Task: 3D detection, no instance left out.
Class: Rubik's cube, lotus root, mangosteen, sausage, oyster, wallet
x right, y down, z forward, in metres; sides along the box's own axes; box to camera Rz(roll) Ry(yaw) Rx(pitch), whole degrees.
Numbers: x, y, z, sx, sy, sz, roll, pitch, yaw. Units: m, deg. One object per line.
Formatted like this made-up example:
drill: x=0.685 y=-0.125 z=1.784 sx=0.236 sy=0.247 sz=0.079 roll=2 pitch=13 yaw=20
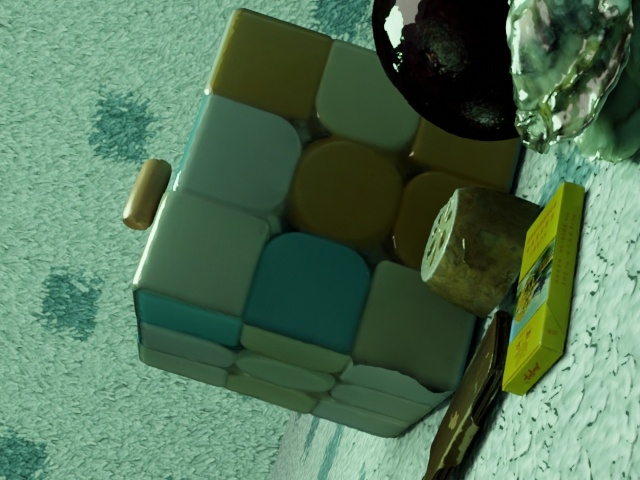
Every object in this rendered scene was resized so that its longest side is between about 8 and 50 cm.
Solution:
Rubik's cube: x=0.000 y=0.000 z=1.302 sx=0.346 sy=0.347 sz=0.344 roll=117 pitch=171 yaw=-69
lotus root: x=0.144 y=0.012 z=1.047 sx=0.122 sy=0.081 sz=0.112 roll=120 pitch=170 yaw=-68
mangosteen: x=0.170 y=-0.205 z=1.016 sx=0.250 sy=0.211 sz=0.211 roll=-34 pitch=24 yaw=30
sausage: x=-0.177 y=-0.048 z=1.165 sx=0.034 sy=0.034 sz=0.083 roll=112 pitch=176 yaw=-58
oyster: x=0.208 y=-0.222 z=0.850 sx=0.162 sy=0.158 sz=0.351 roll=-10 pitch=72 yaw=48
wallet: x=0.131 y=0.155 z=1.021 sx=0.095 sy=0.026 sz=0.176 roll=-66 pitch=-2 yaw=-59

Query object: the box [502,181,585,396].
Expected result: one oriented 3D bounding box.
box: x=0.177 y=0.038 z=0.902 sx=0.087 sy=0.023 sz=0.155 roll=118 pitch=170 yaw=-57
